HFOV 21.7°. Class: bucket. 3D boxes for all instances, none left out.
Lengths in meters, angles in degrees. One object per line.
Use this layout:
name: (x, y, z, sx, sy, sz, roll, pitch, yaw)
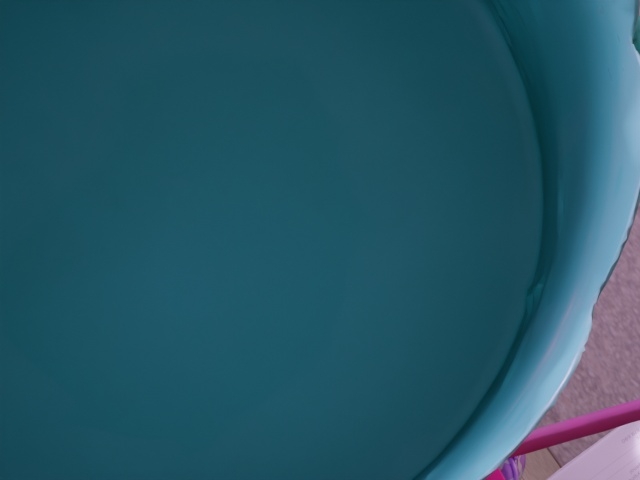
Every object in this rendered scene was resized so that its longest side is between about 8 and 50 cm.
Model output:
bucket: (-0.056, -0.027, 0.450, 0.281, 0.281, 0.183, 55, 1, 10)

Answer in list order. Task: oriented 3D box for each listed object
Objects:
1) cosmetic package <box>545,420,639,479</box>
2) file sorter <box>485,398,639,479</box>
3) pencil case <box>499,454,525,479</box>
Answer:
cosmetic package: (0.319, 0.261, 1.478, 0.183, 0.151, 0.151, 57, 8, 31)
file sorter: (0.163, 0.218, 0.616, 0.202, 0.182, 0.290, -117, -164, -57)
pencil case: (0.140, 0.198, 1.468, 0.086, 0.088, 0.206, 62, 8, 5)
